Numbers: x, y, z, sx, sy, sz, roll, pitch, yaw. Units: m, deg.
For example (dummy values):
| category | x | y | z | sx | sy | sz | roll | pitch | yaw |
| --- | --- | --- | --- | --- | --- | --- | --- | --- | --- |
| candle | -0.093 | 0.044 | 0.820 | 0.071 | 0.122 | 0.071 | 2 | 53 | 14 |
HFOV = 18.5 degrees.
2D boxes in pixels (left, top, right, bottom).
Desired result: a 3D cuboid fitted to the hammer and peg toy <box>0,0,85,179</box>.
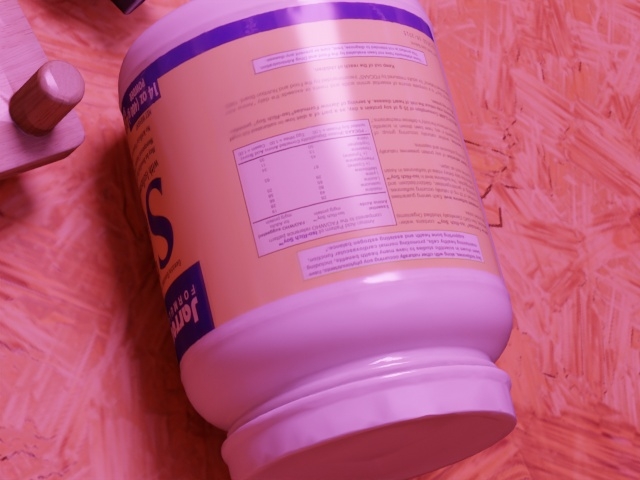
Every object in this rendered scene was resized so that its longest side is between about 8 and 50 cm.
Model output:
| category | x | y | z | sx | sy | sz | roll | pitch | yaw |
| --- | --- | --- | --- | --- | --- | --- | --- | --- | --- |
| hammer and peg toy | -0.352 | -0.131 | 1.297 | 0.361 | 0.127 | 0.266 | -21 | 80 | -41 |

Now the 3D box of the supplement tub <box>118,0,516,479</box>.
| category | x | y | z | sx | sy | sz | roll | pitch | yaw |
| --- | --- | --- | --- | --- | --- | --- | --- | --- | --- |
| supplement tub | 0.000 | 0.000 | 1.412 | 0.241 | 0.241 | 0.331 | 0 | 66 | -36 |

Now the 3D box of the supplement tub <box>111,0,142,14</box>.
| category | x | y | z | sx | sy | sz | roll | pitch | yaw |
| --- | --- | --- | --- | --- | --- | --- | --- | --- | --- |
| supplement tub | -0.190 | -0.268 | 1.505 | 0.198 | 0.106 | 0.106 | 48 | 48 | -5 |
